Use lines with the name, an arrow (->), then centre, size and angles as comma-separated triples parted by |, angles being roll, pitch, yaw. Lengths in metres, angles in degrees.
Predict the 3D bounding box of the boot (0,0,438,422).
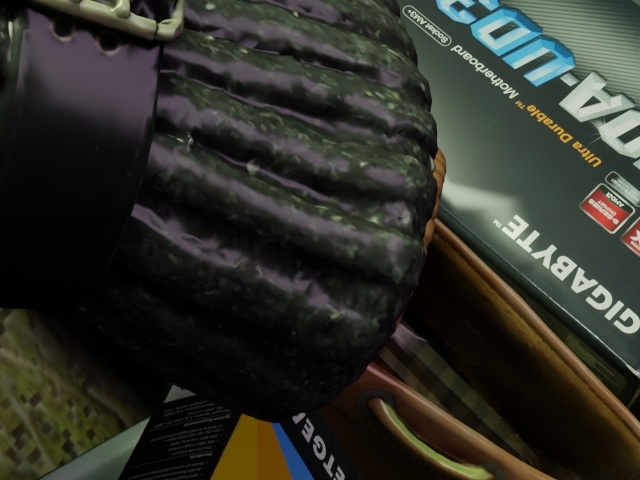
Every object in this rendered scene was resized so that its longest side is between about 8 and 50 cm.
boot -> -0.097, 0.000, 0.420 | 0.260, 0.131, 0.348 | 34, 47, -34

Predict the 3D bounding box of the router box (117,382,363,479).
router box -> -0.010, 0.144, 0.619 | 0.179, 0.046, 0.133 | 59, 35, -27

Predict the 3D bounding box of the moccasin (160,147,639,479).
moccasin -> -0.001, 0.002, 0.691 | 0.380, 0.147, 0.139 | 51, 32, -16

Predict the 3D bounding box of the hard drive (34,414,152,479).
hard drive -> -0.066, 0.117, 0.625 | 0.094, 0.022, 0.135 | 62, 31, 1

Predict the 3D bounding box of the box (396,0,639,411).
box -> 0.104, -0.058, 0.820 | 0.220, 0.051, 0.175 | 42, 68, 15
